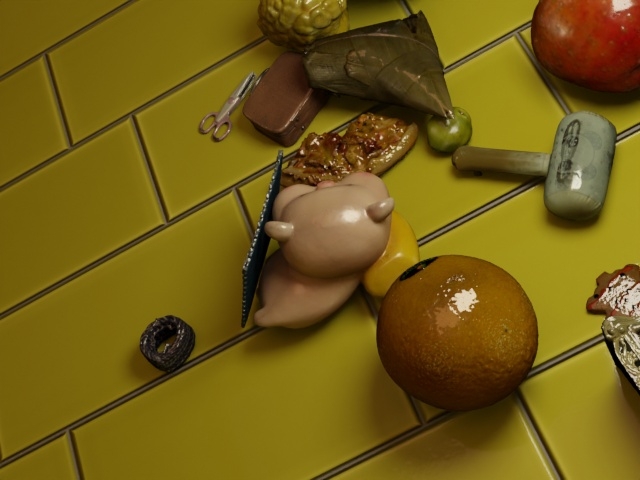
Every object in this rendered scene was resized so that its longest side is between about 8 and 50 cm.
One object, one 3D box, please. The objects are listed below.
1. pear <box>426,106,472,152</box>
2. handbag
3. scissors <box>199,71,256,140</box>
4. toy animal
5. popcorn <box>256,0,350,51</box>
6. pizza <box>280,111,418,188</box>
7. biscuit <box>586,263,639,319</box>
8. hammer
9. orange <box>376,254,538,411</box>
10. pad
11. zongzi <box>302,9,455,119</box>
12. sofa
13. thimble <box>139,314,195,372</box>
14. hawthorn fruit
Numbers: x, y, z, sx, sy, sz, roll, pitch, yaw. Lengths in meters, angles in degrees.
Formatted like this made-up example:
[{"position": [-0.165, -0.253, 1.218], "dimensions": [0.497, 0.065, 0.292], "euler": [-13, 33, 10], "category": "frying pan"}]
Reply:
[{"position": [0.250, -0.210, 1.986], "dimensions": [0.097, 0.092, 0.092], "euler": [-58, 45, 39], "category": "pear"}, {"position": [-0.070, -0.309, 2.179], "dimensions": [0.151, 0.072, 0.193], "euler": [30, 80, 32], "category": "handbag"}, {"position": [-0.197, -0.300, 2.257], "dimensions": [0.085, 0.022, 0.176], "euler": [31, 83, 35], "category": "scissors"}, {"position": [-0.007, -0.016, 1.893], "dimensions": [0.345, 0.247, 0.278], "euler": [-23, 52, 17], "category": "toy animal"}, {"position": [-0.027, -0.472, 2.169], "dimensions": [0.226, 0.203, 0.200], "euler": [-26, 22, 34], "category": "popcorn"}, {"position": [0.051, -0.180, 2.053], "dimensions": [0.305, 0.085, 0.161], "euler": [-22, 57, 10], "category": "pizza"}, {"position": [0.525, 0.100, 1.745], "dimensions": [0.119, 0.019, 0.130], "euler": [-44, 57, -2], "category": "biscuit"}, {"position": [0.383, -0.141, 1.885], "dimensions": [0.305, 0.113, 0.202], "euler": [4, 64, 31], "category": "hammer"}, {"position": [0.225, 0.154, 1.704], "dimensions": [0.274, 0.274, 0.274], "euler": [-10, 61, 18], "category": "orange"}, {"position": [-0.110, 0.001, 1.920], "dimensions": [0.012, 0.270, 0.269], "euler": [13, 64, 2], "category": "pad"}, {"position": [0.109, -0.308, 2.002], "dimensions": [0.273, 0.145, 0.300], "euler": [-11, 44, 4], "category": "zongzi"}, {"position": [0.574, 0.202, 1.567], "dimensions": [0.182, 0.200, 0.258], "euler": [-32, 55, 8], "category": "sofa"}, {"position": [-0.303, 0.203, 2.020], "dimensions": [0.095, 0.066, 0.104], "euler": [17, 69, 28], "category": "thimble"}, {"position": [0.525, -0.409, 1.859], "dimensions": [0.284, 0.284, 0.284], "euler": [-10, 61, 18], "category": "hawthorn fruit"}]
